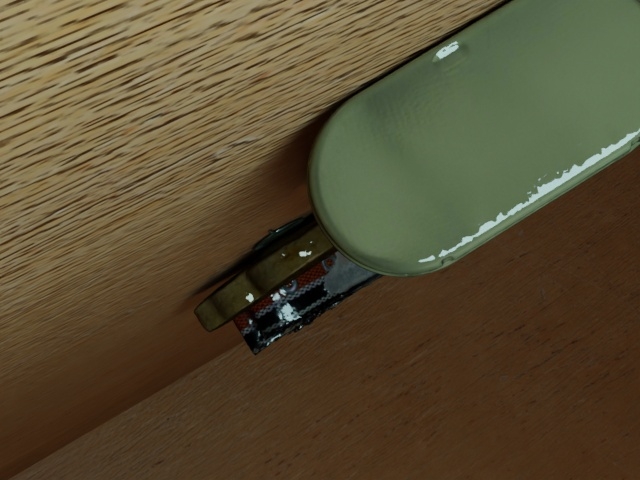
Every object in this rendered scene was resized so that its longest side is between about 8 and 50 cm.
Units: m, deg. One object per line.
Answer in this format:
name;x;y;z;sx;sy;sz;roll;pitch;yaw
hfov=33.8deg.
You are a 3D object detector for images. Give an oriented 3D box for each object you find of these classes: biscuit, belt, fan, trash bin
biscuit;-0.002;-0.001;1.131;0.320;0.047;0.183;-34;180;34
belt;0.048;0.015;1.325;0.359;0.094;0.126;-31;174;-15
fan;-0.050;-0.004;1.071;0.060;0.003;0.080;-35;174;32
trash bin;0.103;-0.064;0.756;0.243;0.121;0.247;-32;177;-2
